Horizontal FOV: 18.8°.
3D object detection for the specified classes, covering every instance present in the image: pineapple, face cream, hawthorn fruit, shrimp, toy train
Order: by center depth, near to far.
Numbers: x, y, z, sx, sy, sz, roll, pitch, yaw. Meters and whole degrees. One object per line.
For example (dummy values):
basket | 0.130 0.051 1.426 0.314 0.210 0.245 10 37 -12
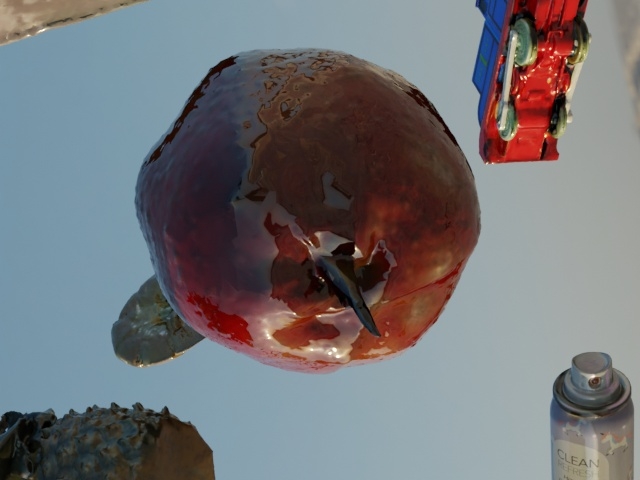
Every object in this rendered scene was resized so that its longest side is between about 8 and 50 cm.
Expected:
hawthorn fruit | 0.000 0.000 1.391 0.300 0.254 0.254 -117 4 -54
pineapple | -0.204 0.167 1.410 0.125 0.251 0.125 2 -90 -66
face cream | 0.240 0.195 1.708 0.075 0.075 0.229 -89 -6 -56
toy train | 0.199 -0.182 1.860 0.131 0.082 0.204 -115 28 -49
shrimp | -0.120 0.054 2.167 0.061 0.267 0.145 59 180 -30

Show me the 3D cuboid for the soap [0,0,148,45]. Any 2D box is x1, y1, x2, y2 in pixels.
soap | -0.278 -0.336 1.862 0.107 0.285 0.296 82 167 -56
